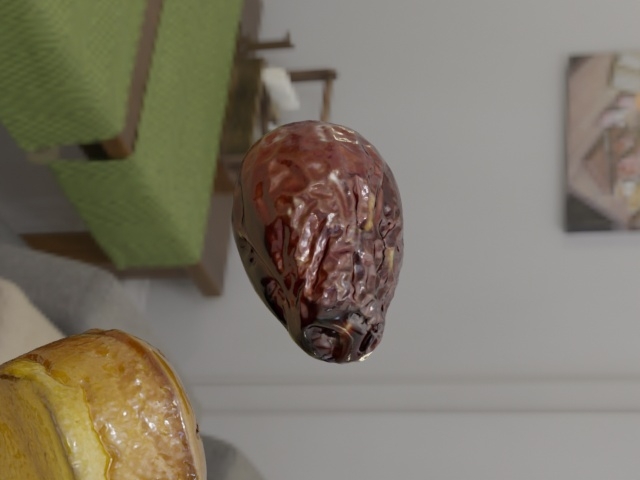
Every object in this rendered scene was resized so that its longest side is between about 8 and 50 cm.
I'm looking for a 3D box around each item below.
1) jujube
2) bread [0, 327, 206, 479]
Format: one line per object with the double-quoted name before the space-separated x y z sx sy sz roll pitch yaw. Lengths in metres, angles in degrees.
"jujube" 0.000 0.000 1.150 0.168 0.168 0.236 72 6 -48
"bread" -0.201 0.176 1.064 0.142 0.269 0.195 -13 83 -36
